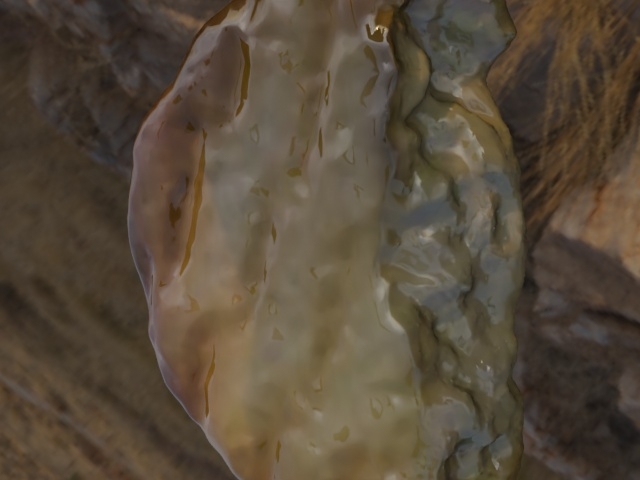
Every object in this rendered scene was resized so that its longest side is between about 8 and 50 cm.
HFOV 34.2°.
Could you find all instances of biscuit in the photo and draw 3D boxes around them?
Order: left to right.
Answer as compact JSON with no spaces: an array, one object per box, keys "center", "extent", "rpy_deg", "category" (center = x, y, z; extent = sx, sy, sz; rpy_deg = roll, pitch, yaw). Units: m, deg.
[{"center":[0.001,0.000,0.510],"extent":[0.213,0.091,0.274],"rpy_deg":[9,104,39],"category":"biscuit"}]
